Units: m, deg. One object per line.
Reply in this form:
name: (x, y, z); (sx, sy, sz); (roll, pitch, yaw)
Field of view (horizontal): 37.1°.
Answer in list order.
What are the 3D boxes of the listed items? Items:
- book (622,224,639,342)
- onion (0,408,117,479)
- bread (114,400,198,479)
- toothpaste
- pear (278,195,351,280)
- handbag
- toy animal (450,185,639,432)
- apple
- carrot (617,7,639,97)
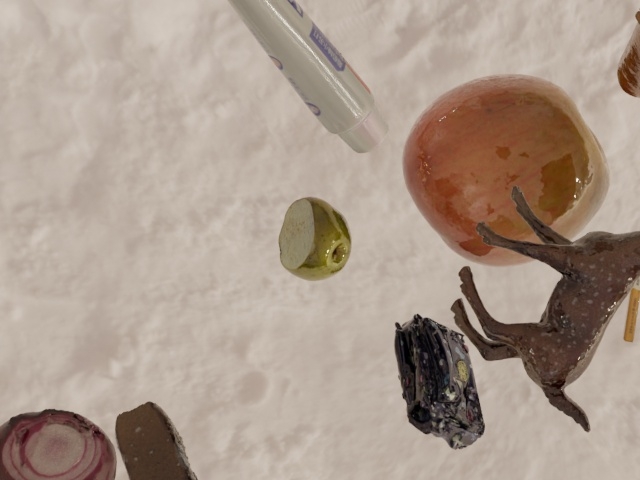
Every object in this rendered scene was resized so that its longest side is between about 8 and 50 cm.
book: (0.498, -0.016, 1.468); (0.020, 0.208, 0.295); (9, 110, 19)
onion: (-0.355, 0.324, 1.222); (0.173, 0.135, 0.198); (10, 54, 7)
bread: (-0.217, 0.471, 1.536); (0.113, 0.165, 0.416); (-21, 61, -15)
toothpaste: (-0.033, -0.124, 0.483); (0.033, 0.218, 0.052); (-35, 34, 13)
pear: (0.000, 0.000, 1.579); (0.141, 0.104, 0.141); (-17, 69, 52)
handbag: (0.215, 0.254, 1.755); (0.113, 0.162, 0.260); (-37, 41, 30)
toy animal: (0.265, 0.046, 0.890); (0.260, 0.087, 0.243); (30, 114, 27)
apple: (0.350, -0.133, 1.757); (0.364, 0.364, 0.363); (-1, 84, 12)
carrot: (0.385, -0.216, 1.113); (0.067, 0.225, 0.067); (-2, 82, 12)
